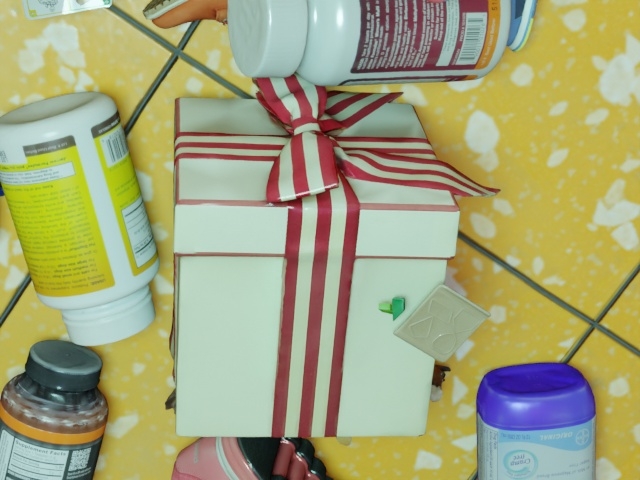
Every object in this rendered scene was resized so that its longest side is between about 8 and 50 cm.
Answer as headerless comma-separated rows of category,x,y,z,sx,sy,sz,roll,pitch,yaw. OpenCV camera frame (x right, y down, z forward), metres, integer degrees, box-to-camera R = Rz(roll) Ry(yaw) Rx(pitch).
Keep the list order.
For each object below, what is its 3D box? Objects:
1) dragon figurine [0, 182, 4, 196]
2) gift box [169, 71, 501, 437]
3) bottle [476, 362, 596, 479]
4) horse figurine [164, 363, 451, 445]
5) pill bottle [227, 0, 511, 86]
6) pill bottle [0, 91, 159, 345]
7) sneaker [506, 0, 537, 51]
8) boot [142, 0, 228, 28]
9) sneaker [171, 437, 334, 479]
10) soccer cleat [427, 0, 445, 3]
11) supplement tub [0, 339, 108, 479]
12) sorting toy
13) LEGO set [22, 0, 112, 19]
dragon figurine,-0.378,-0.106,1.117,0.144,0.085,0.289,-17,130,7
gift box,0.000,0.000,1.138,0.276,0.255,0.258,-3,118,-11
bottle,0.219,0.267,1.322,0.118,0.092,0.283,-4,109,-5
horse figurine,-0.010,0.130,1.235,0.263,0.174,0.066,6,113,6
pill bottle,0.041,-0.193,1.106,0.221,0.121,0.121,-5,110,-23
pill bottle,-0.216,-0.018,1.173,0.117,0.117,0.215,-13,109,-1
sneaker,0.168,-0.243,1.167,0.059,0.053,0.144,8,107,-6
boot,-0.076,-0.206,1.156,0.158,0.059,0.085,-18,114,0
sneaker,-0.027,0.293,1.318,0.136,0.116,0.314,-25,116,31
soccer cleat,0.074,-0.297,1.059,0.095,0.248,0.083,-16,148,-15
supplement tub,-0.264,0.198,1.248,0.106,0.106,0.198,14,106,-10
sorting toy,0.087,0.059,1.034,0.083,0.012,0.062,32,114,-29
LEGO set,-0.317,-0.269,1.130,0.244,0.060,0.182,-12,97,-3
